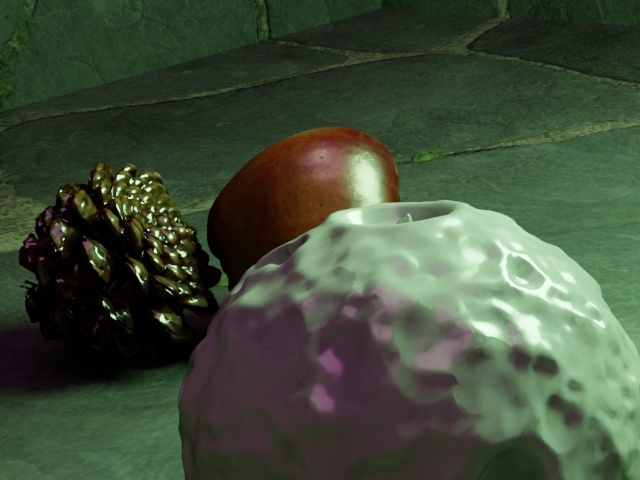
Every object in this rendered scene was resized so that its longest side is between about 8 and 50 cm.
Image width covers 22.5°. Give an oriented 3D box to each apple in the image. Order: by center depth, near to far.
[{"bbox_3d":[0.001,0.002,1.695,0.234,0.234,0.234,-6,18,2],"label":"apple"}]

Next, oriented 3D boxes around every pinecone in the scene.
[{"bbox_3d":[-0.220,0.035,1.707,0.221,0.221,0.221,-6,18,2],"label":"pinecone"}]

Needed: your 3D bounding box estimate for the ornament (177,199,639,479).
[{"bbox_3d":[0.065,0.128,1.118,0.337,0.337,0.337,-6,18,2],"label":"ornament"}]
